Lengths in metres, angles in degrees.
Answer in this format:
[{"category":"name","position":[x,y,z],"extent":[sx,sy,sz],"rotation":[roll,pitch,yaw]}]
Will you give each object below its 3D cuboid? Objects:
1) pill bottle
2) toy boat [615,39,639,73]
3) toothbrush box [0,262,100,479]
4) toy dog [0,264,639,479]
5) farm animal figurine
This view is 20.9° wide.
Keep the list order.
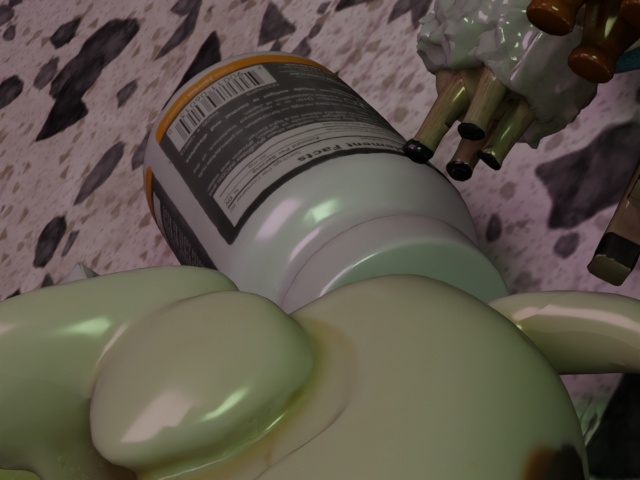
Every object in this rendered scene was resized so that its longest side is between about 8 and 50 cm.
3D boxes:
[{"category":"pill bottle","position":[0.000,0.000,1.060],"extent":[0.162,0.162,0.278],"rotation":[-49,33,6]},{"category":"toy boat","position":[0.250,-0.165,0.945],"extent":[0.267,0.148,0.318],"rotation":[-43,25,5]},{"category":"toothbrush box","position":[-0.154,0.178,1.117],"extent":[0.206,0.122,0.283],"rotation":[-48,33,8]},{"category":"toy dog","position":[0.039,0.207,0.757],"extent":[0.395,0.284,0.408],"rotation":[-16,32,-9]},{"category":"farm animal figurine","position":[0.235,-0.064,0.755],"extent":[0.172,0.330,0.327],"rotation":[-61,10,-19]}]
